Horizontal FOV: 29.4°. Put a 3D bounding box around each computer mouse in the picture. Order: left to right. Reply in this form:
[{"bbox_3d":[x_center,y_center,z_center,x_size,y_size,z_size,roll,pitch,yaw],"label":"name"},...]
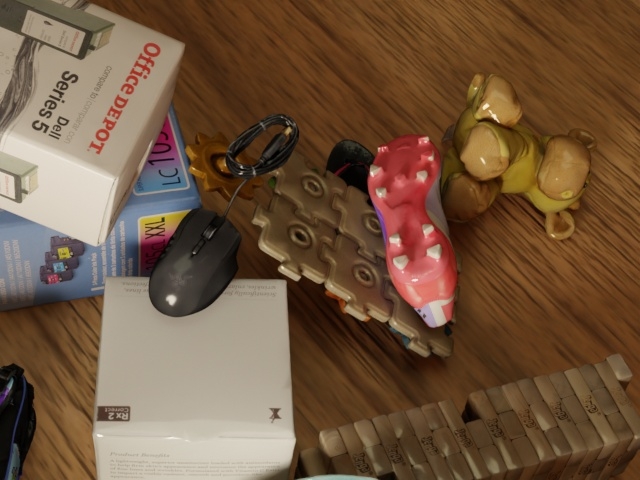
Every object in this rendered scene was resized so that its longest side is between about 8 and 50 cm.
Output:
[{"bbox_3d":[-0.088,-0.031,1.162,0.071,0.041,0.242,27,66,3],"label":"computer mouse"}]

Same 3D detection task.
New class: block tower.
[{"bbox_3d":[0.151,0.204,1.164,0.335,0.091,0.097,-13,55,-17],"label":"block tower"}]

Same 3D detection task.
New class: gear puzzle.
[{"bbox_3d":[0.000,0.000,1.260,0.339,0.044,0.175,31,40,-16],"label":"gear puzzle"}]

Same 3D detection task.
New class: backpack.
[{"bbox_3d":[-0.339,0.201,1.078,0.158,0.117,0.173,4,50,-5],"label":"backpack"}]

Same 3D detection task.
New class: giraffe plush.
[{"bbox_3d":[0.232,-0.084,1.388,0.170,0.181,0.210,21,16,-4],"label":"giraffe plush"}]

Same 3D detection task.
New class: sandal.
[{"bbox_3d":[0.037,-0.051,1.385,0.067,0.040,0.179,7,51,-2],"label":"sandal"}]

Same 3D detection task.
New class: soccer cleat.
[{"bbox_3d":[0.100,-0.018,1.282,0.083,0.095,0.248,-14,39,7],"label":"soccer cleat"}]

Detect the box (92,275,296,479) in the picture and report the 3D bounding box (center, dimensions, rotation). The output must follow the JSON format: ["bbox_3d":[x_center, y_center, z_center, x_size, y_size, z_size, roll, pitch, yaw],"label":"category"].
[{"bbox_3d":[-0.120,0.139,1.159,0.181,0.119,0.182,2,51,-7],"label":"box"}]

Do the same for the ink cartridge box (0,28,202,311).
[{"bbox_3d":[-0.345,-0.067,1.279,0.395,0.151,0.270,-10,53,-14],"label":"ink cartridge box"}]

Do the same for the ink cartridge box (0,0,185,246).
[{"bbox_3d":[-0.289,-0.142,1.148,0.273,0.115,0.198,22,51,-4],"label":"ink cartridge box"}]

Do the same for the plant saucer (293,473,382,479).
[{"bbox_3d":[-0.006,0.343,0.983,0.317,0.044,0.317,-15,50,18],"label":"plant saucer"}]
